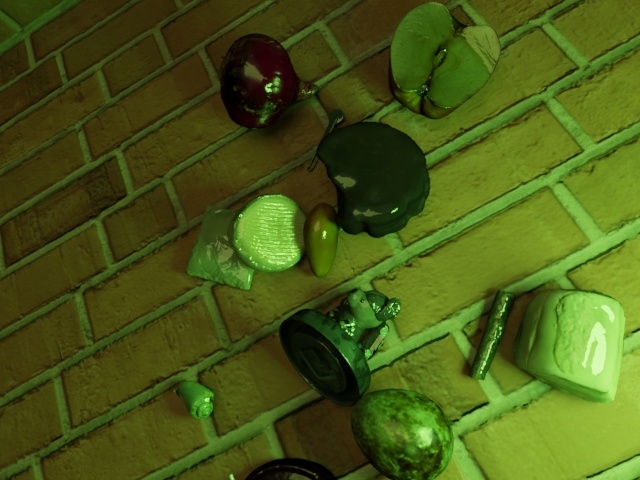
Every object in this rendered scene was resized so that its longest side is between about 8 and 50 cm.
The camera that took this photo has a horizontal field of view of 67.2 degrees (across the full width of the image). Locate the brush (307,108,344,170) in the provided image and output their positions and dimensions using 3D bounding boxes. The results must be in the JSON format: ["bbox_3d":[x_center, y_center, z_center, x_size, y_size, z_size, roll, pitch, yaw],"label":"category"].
[{"bbox_3d":[0.015,-0.377,1.820,0.062,0.027,0.266,24,84,24],"label":"brush"}]

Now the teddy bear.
[{"bbox_3d":[0.118,0.218,1.506,0.251,0.171,0.144,-41,102,8],"label":"teddy bear"}]

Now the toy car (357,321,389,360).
[{"bbox_3d":[0.169,0.314,1.510,0.055,0.069,0.142,38,84,-17],"label":"toy car"}]

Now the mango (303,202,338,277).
[{"bbox_3d":[0.000,0.000,1.614,0.113,0.138,0.253,6,97,19],"label":"mango"}]

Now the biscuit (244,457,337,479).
[{"bbox_3d":[-0.090,0.850,1.393,0.408,0.091,0.407,-6,70,17],"label":"biscuit"}]

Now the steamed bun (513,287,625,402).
[{"bbox_3d":[0.654,0.264,1.294,0.272,0.273,0.290,0,67,34],"label":"steamed bun"}]

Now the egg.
[{"bbox_3d":[0.219,0.524,1.310,0.289,0.238,0.238,27,80,-7],"label":"egg"}]

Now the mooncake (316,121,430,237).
[{"bbox_3d":[0.181,-0.199,1.598,0.351,0.212,0.381,-8,67,10],"label":"mooncake"}]

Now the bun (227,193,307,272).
[{"bbox_3d":[-0.176,-0.022,1.667,0.287,0.146,0.287,2,83,-20],"label":"bun"}]

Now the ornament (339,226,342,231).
[{"bbox_3d":[0.064,-0.066,1.686,0.092,0.041,0.068,-19,73,1],"label":"ornament"}]

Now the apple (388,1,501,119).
[{"bbox_3d":[0.400,-0.605,1.636,0.329,0.295,0.364,19,80,49],"label":"apple"}]

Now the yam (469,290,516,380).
[{"bbox_3d":[0.505,0.279,1.416,0.061,0.061,0.274,19,80,22],"label":"yam"}]

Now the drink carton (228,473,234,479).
[{"bbox_3d":[-0.220,0.773,1.381,0.084,0.074,0.200,-27,61,11],"label":"drink carton"}]

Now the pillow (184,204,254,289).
[{"bbox_3d":[-0.344,0.018,1.765,0.274,0.076,0.280,12,76,19],"label":"pillow"}]

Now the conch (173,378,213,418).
[{"bbox_3d":[-0.419,0.522,1.621,0.170,0.079,0.106,35,70,31],"label":"conch"}]

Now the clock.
[{"bbox_3d":[0.009,0.345,1.425,0.319,0.318,0.066,34,51,24],"label":"clock"}]

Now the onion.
[{"bbox_3d":[-0.189,-0.591,1.830,0.385,0.348,0.347,5,69,-18],"label":"onion"}]
